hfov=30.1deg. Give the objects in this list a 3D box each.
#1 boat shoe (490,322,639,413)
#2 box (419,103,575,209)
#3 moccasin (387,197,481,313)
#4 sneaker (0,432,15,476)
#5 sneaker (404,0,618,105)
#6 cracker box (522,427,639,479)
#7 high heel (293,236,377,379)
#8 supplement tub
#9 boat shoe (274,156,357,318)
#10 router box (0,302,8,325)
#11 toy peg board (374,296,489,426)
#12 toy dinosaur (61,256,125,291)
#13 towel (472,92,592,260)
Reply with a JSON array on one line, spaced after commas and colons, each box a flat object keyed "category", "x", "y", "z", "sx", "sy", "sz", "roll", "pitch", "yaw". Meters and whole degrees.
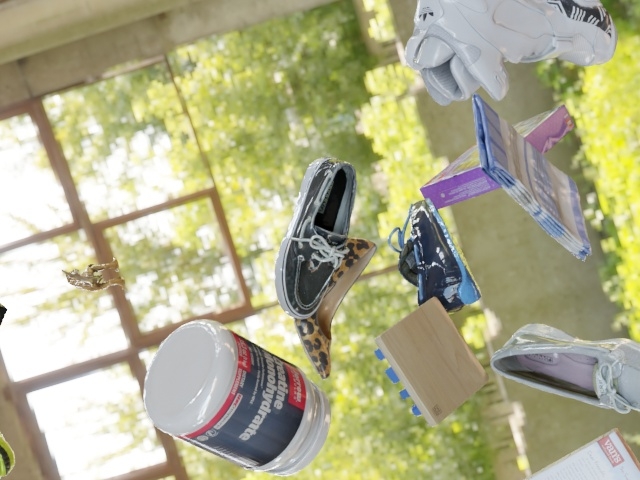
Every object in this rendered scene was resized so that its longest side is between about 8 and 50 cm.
[{"category": "boat shoe", "x": 0.432, "y": 0.218, "z": 1.943, "sx": 0.320, "sy": 0.103, "sz": 0.118, "roll": 16, "pitch": 124, "yaw": 41}, {"category": "box", "x": 0.351, "y": -0.163, "z": 2.341, "sx": 0.293, "sy": 0.201, "sz": 0.057, "roll": -37, "pitch": -77, "yaw": -44}, {"category": "moccasin", "x": 0.183, "y": 0.022, "z": 2.095, "sx": 0.137, "sy": 0.117, "sz": 0.342, "roll": 58, "pitch": -172, "yaw": -20}, {"category": "sneaker", "x": -0.693, "y": 0.346, "z": 2.341, "sx": 0.123, "sy": 0.109, "sz": 0.295, "roll": 26, "pitch": 132, "yaw": 43}, {"category": "sneaker", "x": 0.260, "y": -0.270, "z": 1.654, "sx": 0.366, "sy": 0.137, "sz": 0.210, "roll": 22, "pitch": -101, "yaw": -35}, {"category": "cracker box", "x": 0.412, "y": 0.423, "z": 1.893, "sx": 0.155, "sy": 0.232, "sz": 0.067, "roll": 60, "pitch": -167, "yaw": 10}, {"category": "high heel", "x": 0.041, "y": 0.122, "z": 2.276, "sx": 0.093, "sy": 0.186, "sz": 0.261, "roll": 49, "pitch": -154, "yaw": -67}, {"category": "supplement tub", "x": -0.131, "y": 0.259, "z": 1.922, "sx": 0.272, "sy": 0.191, "sz": 0.191, "roll": 34, "pitch": -148, "yaw": -40}, {"category": "boat shoe", "x": 0.004, "y": 0.001, "z": 2.188, "sx": 0.105, "sy": 0.113, "sz": 0.306, "roll": 17, "pitch": 89, "yaw": 61}, {"category": "router box", "x": -0.672, "y": 0.105, "z": 2.204, "sx": 0.133, "sy": 0.046, "sz": 0.179, "roll": 25, "pitch": 176, "yaw": -35}, {"category": "toy peg board", "x": 0.158, "y": 0.200, "z": 1.876, "sx": 0.161, "sy": 0.079, "sz": 0.161, "roll": -30, "pitch": -94, "yaw": -45}, {"category": "toy dinosaur", "x": -0.405, "y": 0.071, "z": 2.101, "sx": 0.211, "sy": 0.112, "sz": 0.064, "roll": 165, "pitch": 90, "yaw": -72}, {"category": "towel", "x": 0.362, "y": -0.110, "z": 2.035, "sx": 0.285, "sy": 0.034, "sz": 0.209, "roll": 38, "pitch": -147, "yaw": -29}]
